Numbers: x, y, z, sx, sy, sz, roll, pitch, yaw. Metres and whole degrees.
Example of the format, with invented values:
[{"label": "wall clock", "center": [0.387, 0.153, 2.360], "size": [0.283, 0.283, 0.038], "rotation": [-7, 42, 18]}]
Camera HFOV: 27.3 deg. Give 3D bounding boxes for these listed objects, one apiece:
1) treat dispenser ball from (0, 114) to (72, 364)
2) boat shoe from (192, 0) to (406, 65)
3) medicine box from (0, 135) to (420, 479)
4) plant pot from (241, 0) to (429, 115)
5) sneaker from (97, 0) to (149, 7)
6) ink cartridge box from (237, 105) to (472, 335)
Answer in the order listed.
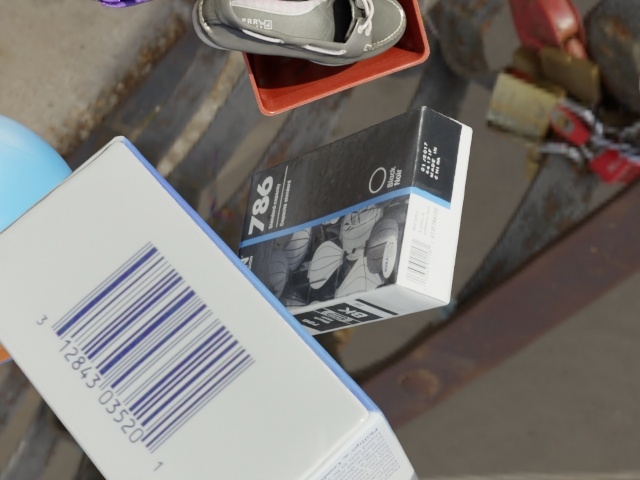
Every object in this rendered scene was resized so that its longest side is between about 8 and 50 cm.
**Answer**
[{"label": "treat dispenser ball", "center": [-0.393, -0.001, 1.426], "size": [0.288, 0.288, 0.288], "rotation": [7, 138, 6]}, {"label": "boat shoe", "center": [-0.008, -0.302, 1.796], "size": [0.335, 0.112, 0.095], "rotation": [-4, 177, -31]}, {"label": "medicine box", "center": [-0.074, 0.114, 0.905], "size": [0.263, 0.149, 0.289], "rotation": [45, 173, 24]}, {"label": "plant pot", "center": [-0.023, -0.383, 1.975], "size": [0.267, 0.236, 0.267], "rotation": [-20, 119, -5]}, {"label": "sneaker", "center": [-0.262, -0.316, 1.603], "size": [0.170, 0.071, 0.068], "rotation": [9, 123, 39]}, {"label": "ink cartridge box", "center": [0.000, 0.000, 1.209], "size": [0.065, 0.165, 0.333], "rotation": [21, 157, -30]}]
